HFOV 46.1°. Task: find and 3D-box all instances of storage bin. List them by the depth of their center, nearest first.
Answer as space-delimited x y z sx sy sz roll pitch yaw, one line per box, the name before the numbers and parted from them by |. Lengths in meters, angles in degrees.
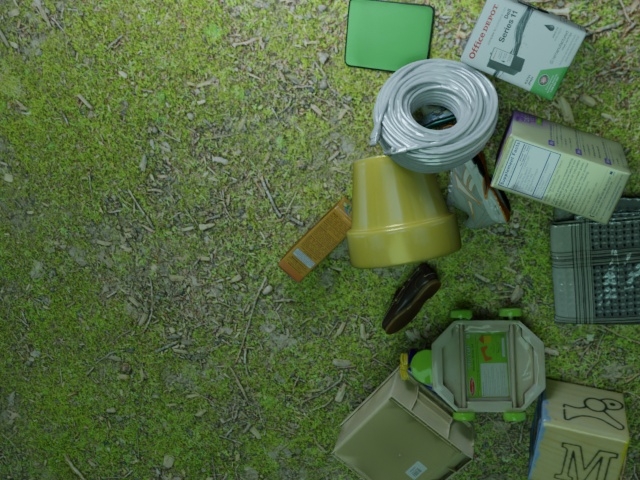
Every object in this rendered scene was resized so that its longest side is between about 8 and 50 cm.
storage bin | 0.208 0.501 1.877 0.260 0.123 0.262 38 118 -2

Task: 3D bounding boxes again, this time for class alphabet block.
alphabet block | 0.622 0.476 1.826 0.197 0.192 0.193 10 118 13

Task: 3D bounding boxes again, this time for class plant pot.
plant pot | 0.171 -0.077 1.684 0.254 0.254 0.238 -9 96 20

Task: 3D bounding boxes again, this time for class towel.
towel | 0.679 0.049 1.687 0.312 0.056 0.324 -1 113 17

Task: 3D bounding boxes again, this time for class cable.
cable | 0.239 -0.261 1.573 0.257 0.257 0.089 5 153 9

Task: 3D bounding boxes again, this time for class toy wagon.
toy wagon | 0.363 0.298 1.817 0.345 0.068 0.267 -2 86 7

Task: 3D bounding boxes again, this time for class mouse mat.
mouse mat | 0.148 -0.446 1.644 0.190 0.007 0.152 11 116 13

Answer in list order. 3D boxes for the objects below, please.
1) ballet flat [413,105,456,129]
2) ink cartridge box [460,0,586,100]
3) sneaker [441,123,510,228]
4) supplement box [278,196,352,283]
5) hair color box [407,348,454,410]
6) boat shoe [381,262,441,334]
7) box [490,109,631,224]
ballet flat | 0.222 -0.268 1.675 0.189 0.070 0.070 -22 106 21
ink cartridge box | 0.411 -0.402 1.540 0.209 0.087 0.153 24 118 5
sneaker | 0.320 -0.133 1.689 0.121 0.099 0.262 -23 104 29
supplement box | 0.000 0.000 1.852 0.080 0.078 0.233 41 119 -5
hair color box | 0.268 0.470 1.974 0.185 0.110 0.338 18 119 7
boat shoe | 0.217 0.146 1.866 0.207 0.073 0.073 -51 55 25
box | 0.492 -0.158 1.556 0.243 0.213 0.117 20 117 7
